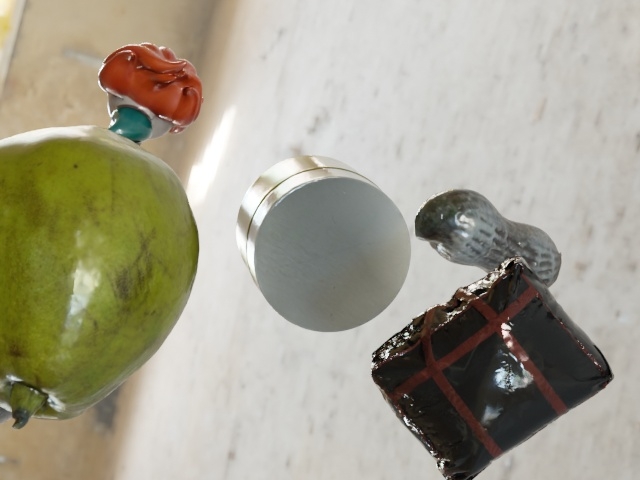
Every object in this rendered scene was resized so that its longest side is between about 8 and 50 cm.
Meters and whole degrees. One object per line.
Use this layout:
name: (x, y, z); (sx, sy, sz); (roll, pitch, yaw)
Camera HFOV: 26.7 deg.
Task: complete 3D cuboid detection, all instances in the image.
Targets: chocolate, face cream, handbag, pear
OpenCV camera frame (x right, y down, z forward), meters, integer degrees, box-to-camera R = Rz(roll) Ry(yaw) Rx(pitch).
chocolate: (0.241, -0.001, 1.919); (0.110, 0.248, 0.110); (-35, 43, 40)
face cream: (0.000, 0.000, 1.881); (0.179, 0.218, 0.218); (-131, 57, -73)
handbag: (0.173, 0.131, 1.419); (0.215, 0.169, 0.155); (-35, 4, 3)
pear: (-0.279, 0.039, 1.472); (0.287, 0.287, 0.375); (131, 154, -53)

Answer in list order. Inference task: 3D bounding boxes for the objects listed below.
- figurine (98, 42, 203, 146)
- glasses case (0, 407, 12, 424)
figurine: (-0.260, -0.184, 1.949); (0.208, 0.181, 0.257); (75, -152, -45)
glasses case: (-0.346, 0.148, 1.674); (0.075, 0.314, 0.122); (51, 158, 15)
